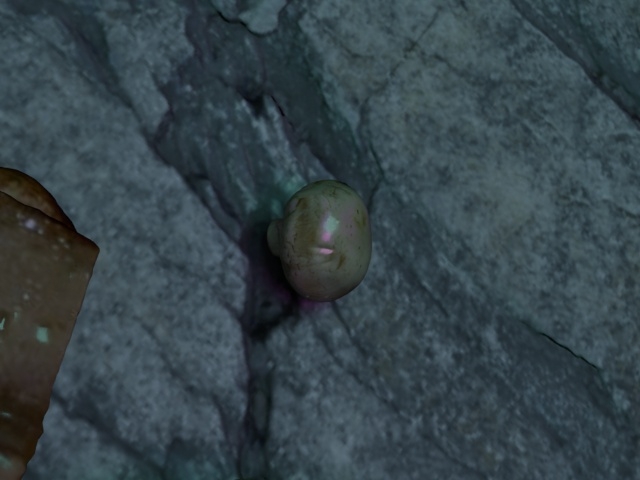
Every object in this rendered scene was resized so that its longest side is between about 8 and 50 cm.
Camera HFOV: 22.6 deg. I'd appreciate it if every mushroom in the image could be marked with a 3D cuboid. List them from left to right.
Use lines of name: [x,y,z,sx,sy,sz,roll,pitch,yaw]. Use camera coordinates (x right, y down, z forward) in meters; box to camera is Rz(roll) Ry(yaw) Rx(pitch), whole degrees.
mushroom: [0.000,0.000,1.076,0.083,0.067,0.083,9,80,-63]

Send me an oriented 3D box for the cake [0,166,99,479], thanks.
cake: [-0.240,0.059,0.793,0.199,0.196,0.293,28,54,-16]

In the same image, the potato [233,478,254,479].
potato: [-0.002,0.288,0.848,0.330,0.212,0.280,21,30,10]
